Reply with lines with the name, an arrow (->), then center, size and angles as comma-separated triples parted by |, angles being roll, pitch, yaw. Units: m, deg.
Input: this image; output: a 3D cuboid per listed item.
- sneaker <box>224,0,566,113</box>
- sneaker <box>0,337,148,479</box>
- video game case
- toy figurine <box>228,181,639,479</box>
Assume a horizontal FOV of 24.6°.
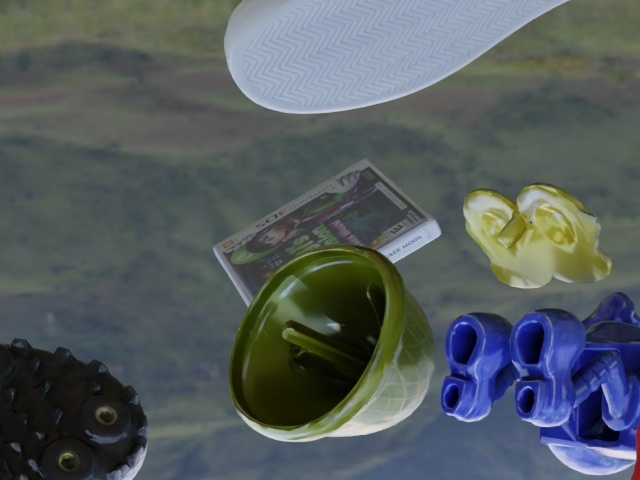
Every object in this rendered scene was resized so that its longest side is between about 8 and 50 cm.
sneaker -> 0.055, -0.194, 0.895 | 0.292, 0.169, 0.108 | -25, 140, -9
sneaker -> -0.177, 0.103, 0.540 | 0.237, 0.085, 0.086 | -18, 147, -8
video game case -> 0.000, 0.000, 1.314 | 0.173, 0.022, 0.190 | -31, -155, -4
toy figurine -> 0.131, 0.094, 0.581 | 0.217, 0.191, 0.362 | 11, 169, -30
